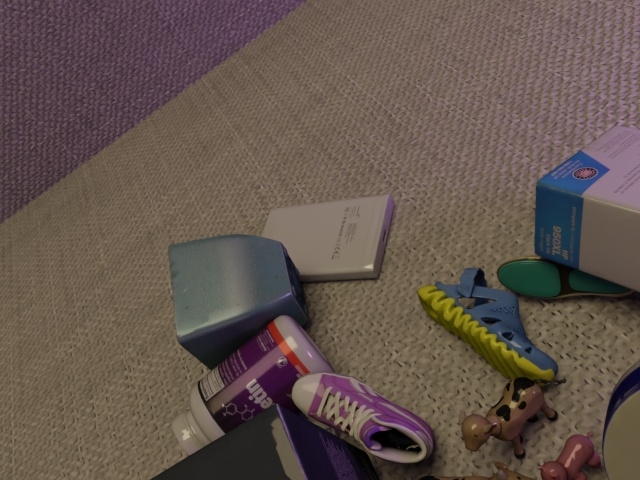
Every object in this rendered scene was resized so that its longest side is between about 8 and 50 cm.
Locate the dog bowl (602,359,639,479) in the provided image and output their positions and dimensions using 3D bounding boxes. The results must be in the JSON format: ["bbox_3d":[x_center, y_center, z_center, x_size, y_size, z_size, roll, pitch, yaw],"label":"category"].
[{"bbox_3d":[0.518,0.276,0.789,0.265,0.264,0.104,-2,12,32],"label":"dog bowl"}]

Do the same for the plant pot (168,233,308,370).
[{"bbox_3d":[-0.171,0.130,1.368,0.253,0.247,0.247,-17,57,4],"label":"plant pot"}]

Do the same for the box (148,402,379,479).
[{"bbox_3d":[-0.068,0.449,0.900,0.294,0.395,0.212,-32,55,5],"label":"box"}]

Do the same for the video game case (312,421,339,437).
[{"bbox_3d":[-0.036,0.463,1.160,0.184,0.023,0.201,-27,44,10],"label":"video game case"}]

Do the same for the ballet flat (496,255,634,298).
[{"bbox_3d":[0.469,0.067,1.144,0.249,0.086,0.086,4,56,31],"label":"ballet flat"}]

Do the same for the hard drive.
[{"bbox_3d":[0.000,0.000,1.523,0.353,0.047,0.232,-5,52,29],"label":"hard drive"}]

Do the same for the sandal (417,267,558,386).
[{"bbox_3d":[0.325,0.147,1.135,0.138,0.126,0.317,-39,44,-8],"label":"sandal"}]

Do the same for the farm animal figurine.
[{"bbox_3d":[0.263,0.376,0.910,0.327,0.172,0.330,-29,33,17],"label":"farm animal figurine"}]

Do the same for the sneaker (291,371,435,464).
[{"bbox_3d":[0.065,0.308,1.059,0.282,0.161,0.102,17,86,18],"label":"sneaker"}]

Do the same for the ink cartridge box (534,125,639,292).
[{"bbox_3d":[0.614,-0.039,1.010,0.286,0.166,0.395,-31,37,-29],"label":"ink cartridge box"}]

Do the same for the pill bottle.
[{"bbox_3d":[-0.140,0.316,1.239,0.323,0.181,0.181,-40,43,-3],"label":"pill bottle"}]
